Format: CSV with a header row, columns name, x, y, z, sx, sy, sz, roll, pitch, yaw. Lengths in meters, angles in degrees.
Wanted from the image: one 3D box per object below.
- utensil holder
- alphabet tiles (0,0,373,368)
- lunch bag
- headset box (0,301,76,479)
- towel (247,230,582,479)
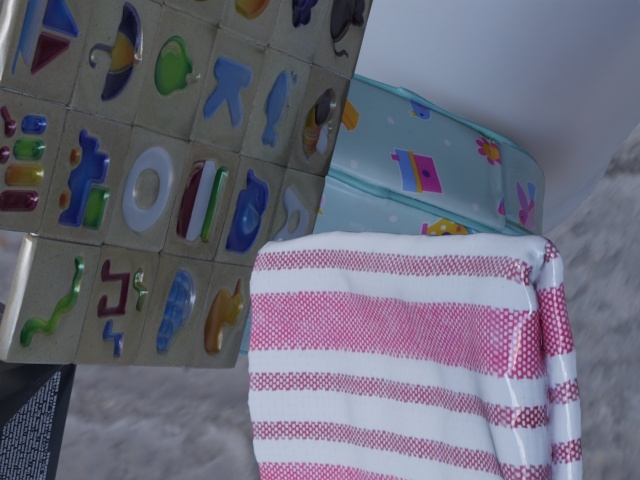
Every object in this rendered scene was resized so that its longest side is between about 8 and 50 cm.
name,x,y,z,sx,sy,sz,roll,pitch,yaw
utensil holder,0.143,-0.215,1.400,0.327,0.327,0.385,43,148,6
alphabet tiles,-0.060,-0.077,0.923,0.011,0.342,0.285,14,92,24
lunch bag,0.000,0.000,1.255,0.279,0.108,0.224,21,134,-21
headset box,-0.278,0.113,1.077,0.293,0.110,0.218,27,110,44
towel,0.022,0.095,0.535,0.144,0.029,0.197,-2,91,58
